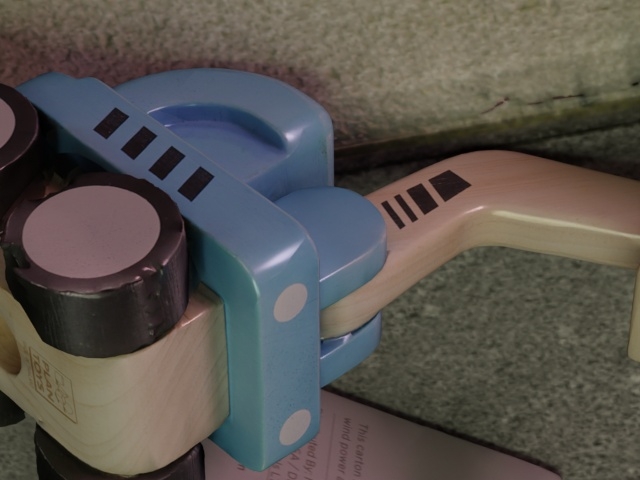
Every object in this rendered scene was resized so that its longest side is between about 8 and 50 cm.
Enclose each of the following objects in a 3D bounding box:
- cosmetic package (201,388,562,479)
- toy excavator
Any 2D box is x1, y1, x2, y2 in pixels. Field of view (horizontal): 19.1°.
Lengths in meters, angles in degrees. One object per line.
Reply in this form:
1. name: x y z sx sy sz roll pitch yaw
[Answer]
1. cosmetic package: -0.043 0.361 1.449 0.327 0.329 0.394 20 129 -10
2. toy excavator: 0.000 0.000 1.228 0.433 0.445 0.222 34 143 34
